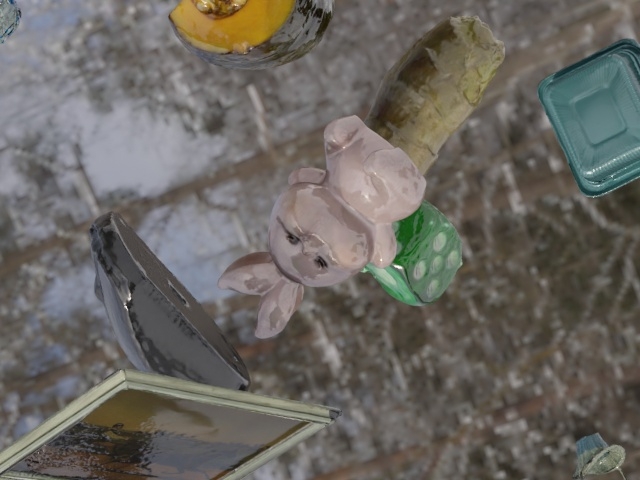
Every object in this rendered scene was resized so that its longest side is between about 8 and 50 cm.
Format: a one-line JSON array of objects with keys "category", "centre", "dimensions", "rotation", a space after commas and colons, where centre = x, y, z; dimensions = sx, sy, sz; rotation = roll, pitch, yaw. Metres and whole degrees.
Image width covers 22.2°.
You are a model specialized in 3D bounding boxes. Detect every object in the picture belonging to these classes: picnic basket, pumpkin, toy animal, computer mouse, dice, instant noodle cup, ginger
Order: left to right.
[{"category": "computer mouse", "centre": [-0.174, 0.087, 1.705], "dimensions": [0.270, 0.086, 0.137], "rotation": [53, -177, -37]}, {"category": "pumpkin", "centre": [-0.032, -0.274, 1.702], "dimensions": [0.126, 0.248, 0.131], "rotation": [38, -177, 20]}, {"category": "toy animal", "centre": [-0.001, -0.001, 1.441], "dimensions": [0.124, 0.212, 0.124], "rotation": [40, -178, -2]}, {"category": "dice", "centre": [0.123, 0.010, 2.350], "dimensions": [0.120, 0.128, 0.131], "rotation": [-54, -40, -14]}, {"category": "ginger", "centre": [0.122, -0.160, 1.991], "dimensions": [0.116, 0.263, 0.109], "rotation": [31, -175, -2]}, {"category": "picnic basket", "centre": [0.349, 0.286, 2.055], "dimensions": [0.065, 0.083, 0.083], "rotation": [-5, -119, -28]}, {"category": "instant noodle cup", "centre": [0.374, -0.162, 2.138], "dimensions": [0.070, 0.157, 0.179], "rotation": [-1, -114, -64]}]

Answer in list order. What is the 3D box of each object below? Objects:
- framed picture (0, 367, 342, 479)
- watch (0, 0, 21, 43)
[{"category": "framed picture", "centre": [-0.130, 0.170, 1.338], "dimensions": [0.252, 0.197, 0.014], "rotation": [17, -132, -46]}, {"category": "watch", "centre": [-0.400, -0.317, 1.659], "dimensions": [0.274, 0.276, 0.068], "rotation": [49, -178, -33]}]
